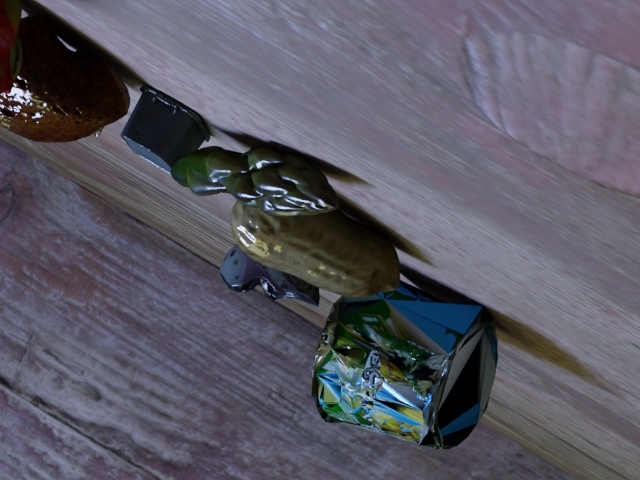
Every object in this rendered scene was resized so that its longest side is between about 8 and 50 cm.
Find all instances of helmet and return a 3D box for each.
[{"bbox_3d":[-0.080,0.045,2.252,0.177,0.107,0.153,12,171,-4],"label":"helmet"}]

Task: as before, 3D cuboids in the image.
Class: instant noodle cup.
[{"bbox_3d":[0.124,0.169,1.796,0.178,0.240,0.240,18,168,30],"label":"instant noodle cup"}]

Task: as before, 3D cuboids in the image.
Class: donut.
[{"bbox_3d":[-0.319,-0.182,1.556,0.126,0.144,0.186,-10,117,48],"label":"donut"}]

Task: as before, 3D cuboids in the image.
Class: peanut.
[{"bbox_3d":[0.000,0.000,1.617,0.236,0.110,0.120,24,172,-26],"label":"peanut"}]

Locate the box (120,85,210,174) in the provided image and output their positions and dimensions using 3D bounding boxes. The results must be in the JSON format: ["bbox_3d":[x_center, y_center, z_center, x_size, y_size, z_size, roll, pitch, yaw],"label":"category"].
[{"bbox_3d":[-0.190,-0.129,1.617,0.084,0.069,0.122,29,172,10],"label":"box"}]

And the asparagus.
[{"bbox_3d":[-0.070,-0.071,1.502,0.080,0.080,0.287,36,169,-38],"label":"asparagus"}]

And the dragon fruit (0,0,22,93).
[{"bbox_3d":[-0.418,-0.182,1.285,0.237,0.302,0.231,26,-161,0],"label":"dragon fruit"}]
